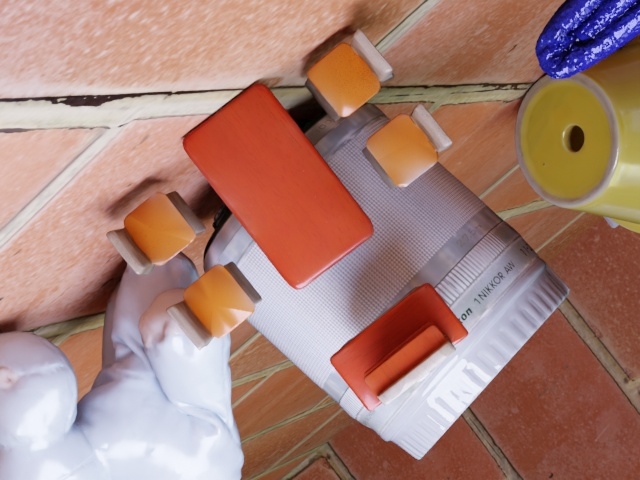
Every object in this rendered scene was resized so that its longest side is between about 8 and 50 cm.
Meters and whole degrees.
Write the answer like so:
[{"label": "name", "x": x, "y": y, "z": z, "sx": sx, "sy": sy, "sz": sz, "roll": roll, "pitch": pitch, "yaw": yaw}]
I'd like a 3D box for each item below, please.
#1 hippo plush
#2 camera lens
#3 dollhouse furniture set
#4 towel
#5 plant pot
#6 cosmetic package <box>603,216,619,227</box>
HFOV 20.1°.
[{"label": "hippo plush", "x": -0.203, "y": 0.161, "z": 1.598, "sx": 0.236, "sy": 0.294, "sz": 0.234, "roll": -14, "pitch": -166, "yaw": -17}, {"label": "camera lens", "x": 0.051, "y": 0.030, "z": 1.593, "sx": 0.219, "sy": 0.274, "sz": 0.219, "roll": -47, "pitch": 173, "yaw": -7}, {"label": "dollhouse furniture set", "x": 0.000, "y": 0.000, "z": 1.409, "sx": 0.262, "sy": 0.259, "sz": 0.135, "roll": -39, "pitch": 179, "yaw": 2}, {"label": "towel", "x": 0.316, "y": -0.258, "z": 1.626, "sx": 0.227, "sy": 0.076, "sz": 0.308, "roll": -44, "pitch": -179, "yaw": 32}, {"label": "plant pot", "x": 0.373, "y": -0.126, "z": 2.171, "sx": 0.239, "sy": 0.254, "sz": 0.254, "roll": -7, "pitch": 151, "yaw": -42}, {"label": "cosmetic package", "x": 0.528, "y": -0.222, "z": 2.427, "sx": 0.230, "sy": 0.161, "sz": 0.453, "roll": -30, "pitch": 168, "yaw": -34}]
